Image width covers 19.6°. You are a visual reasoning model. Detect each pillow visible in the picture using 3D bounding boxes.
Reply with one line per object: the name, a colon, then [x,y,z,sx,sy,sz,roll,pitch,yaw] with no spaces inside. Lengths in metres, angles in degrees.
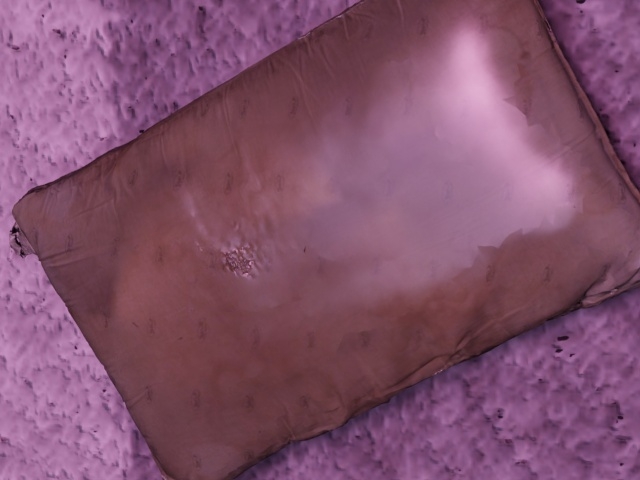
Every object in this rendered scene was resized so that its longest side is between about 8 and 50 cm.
pillow: [0.000,0.000,0.887,0.302,0.075,0.185,-28,91,24]
